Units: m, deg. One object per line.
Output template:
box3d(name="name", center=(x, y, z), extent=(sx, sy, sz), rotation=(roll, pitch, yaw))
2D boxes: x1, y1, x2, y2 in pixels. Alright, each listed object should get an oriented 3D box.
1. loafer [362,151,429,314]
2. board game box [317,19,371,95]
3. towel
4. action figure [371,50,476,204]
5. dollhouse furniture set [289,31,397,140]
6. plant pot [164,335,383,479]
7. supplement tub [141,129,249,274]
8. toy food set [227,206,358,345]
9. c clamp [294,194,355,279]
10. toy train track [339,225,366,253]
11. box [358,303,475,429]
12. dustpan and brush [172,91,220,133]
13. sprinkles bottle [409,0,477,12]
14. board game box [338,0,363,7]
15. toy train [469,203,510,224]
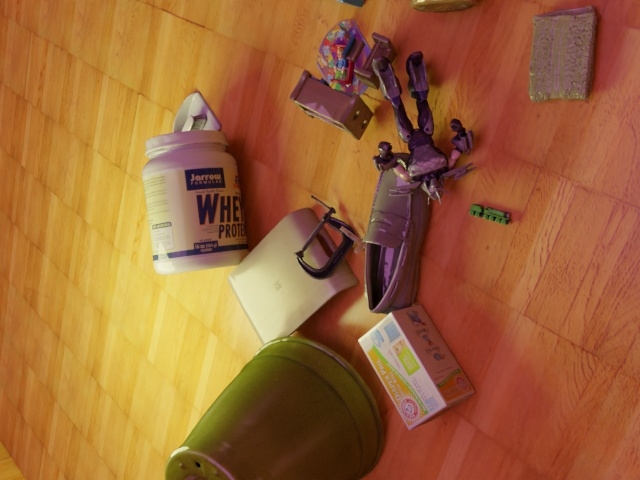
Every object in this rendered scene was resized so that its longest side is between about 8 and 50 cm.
box3d(name="loafer", center=(0.140, -0.011, 1.321), extent=(0.112, 0.111, 0.320), rotation=(7, 99, 43))
box3d(name="board game box", center=(0.042, -0.377, 1.427), extent=(0.133, 0.033, 0.169), rotation=(-40, 67, 39))
box3d(name="towel", center=(0.395, -0.301, 1.104), extent=(0.110, 0.027, 0.148), rotation=(7, 98, 42))
box3d(name="action figure", center=(0.176, -0.199, 1.244), extent=(0.099, 0.185, 0.285), rotation=(87, 168, -80))
box3d(name="dollhouse furniture set", center=(0.054, -0.320, 1.359), extent=(0.129, 0.129, 0.184), rotation=(29, 92, 19))
box3d(name="plant pot", center=(-0.113, 0.437, 1.389), extent=(0.366, 0.353, 0.367), rotation=(14, 116, 30))
box3d(name="supplement tub", center=(-0.307, -0.089, 1.653), extent=(0.235, 0.235, 0.325), rotation=(-8, 89, 44))
box3d(name="toy food set", center=(-0.070, 0.101, 1.565), extent=(0.306, 0.092, 0.220), rotation=(-45, 65, 28))
box3d(name="c clamp", center=(0.000, 0.000, 1.468), extent=(0.137, 0.022, 0.161), rotation=(28, 80, 14))
box3d(name="toy train track", center=(0.076, -0.002, 1.443), extent=(0.083, 0.014, 0.048), rotation=(38, 92, 17))
box3d(name="box", center=(0.185, 0.243, 1.313), extent=(0.114, 0.103, 0.203), rotation=(-47, 63, 36))
box3d(name="dustpan and brush", center=(-0.362, -0.274, 1.805), extent=(0.147, 0.060, 0.211), rotation=(55, 128, 24))
box3d(name="sprinkles bottle", center=(0.217, -0.587, 1.170), extent=(0.121, 0.121, 0.356), rotation=(8, 102, 43))
box3d(name="board game box", center=(0.024, -0.666, 1.389), extent=(0.242, 0.064, 0.317), rotation=(31, 115, 37))
box3d(name="toy train", center=(0.306, -0.048, 1.225), extent=(0.083, 0.017, 0.024), rotation=(20, 98, 41))
